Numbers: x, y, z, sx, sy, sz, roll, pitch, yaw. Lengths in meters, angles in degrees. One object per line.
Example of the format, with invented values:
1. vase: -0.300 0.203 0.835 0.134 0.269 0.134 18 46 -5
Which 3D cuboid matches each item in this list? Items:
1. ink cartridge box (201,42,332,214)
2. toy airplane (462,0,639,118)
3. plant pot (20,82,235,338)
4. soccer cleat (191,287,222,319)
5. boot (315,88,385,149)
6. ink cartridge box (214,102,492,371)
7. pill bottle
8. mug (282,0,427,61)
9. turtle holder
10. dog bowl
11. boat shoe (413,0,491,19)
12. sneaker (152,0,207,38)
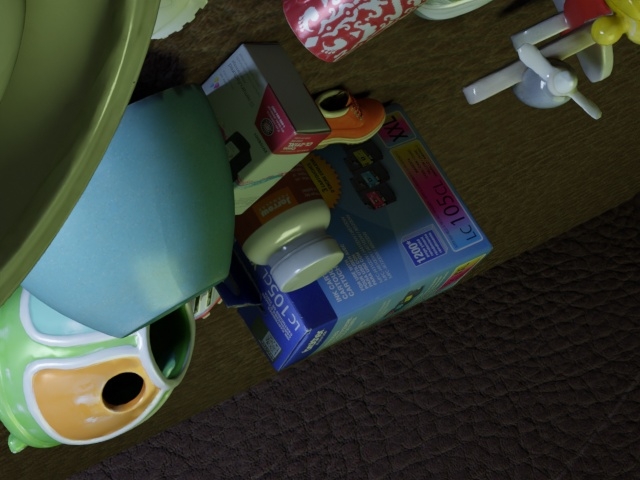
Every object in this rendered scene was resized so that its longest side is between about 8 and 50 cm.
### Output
1. ink cartridge box: -0.091 -0.124 1.579 0.175 0.127 0.072 -41 163 33
2. toy airplane: 0.404 -0.285 1.762 0.386 0.272 0.384 -39 165 30
3. plant pot: -0.204 -0.012 1.473 0.290 0.195 0.290 -31 179 -1
4. soccer cleat: -0.167 0.050 2.179 0.248 0.083 0.095 -29 138 10
5. boot: 0.038 -0.171 1.845 0.158 0.059 0.084 -19 157 -38
6. ink cartridge box: 0.000 0.000 1.912 0.395 0.270 0.151 -24 163 -29
7. pill bottle: -0.064 -0.049 1.716 0.121 0.216 0.121 -30 166 -8
8. mug: 0.039 -0.281 1.420 0.169 0.150 0.113 -34 -157 30
9. turtle holder: -0.268 0.108 1.677 0.227 0.243 0.320 -8 -165 21
10. dog bowl: -0.272 -0.105 0.923 0.408 0.150 0.408 -60 171 -16
11. boat shoe: 0.234 -0.349 1.516 0.320 0.118 0.103 -23 167 0
12. sneaker: -0.126 -0.261 1.155 0.095 0.090 0.235 -3 147 -38
